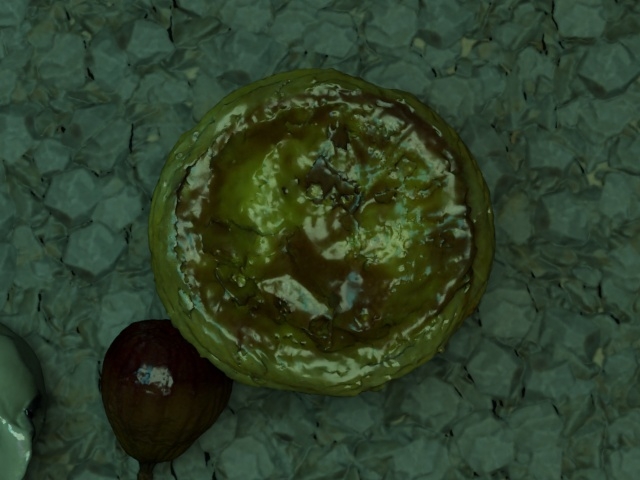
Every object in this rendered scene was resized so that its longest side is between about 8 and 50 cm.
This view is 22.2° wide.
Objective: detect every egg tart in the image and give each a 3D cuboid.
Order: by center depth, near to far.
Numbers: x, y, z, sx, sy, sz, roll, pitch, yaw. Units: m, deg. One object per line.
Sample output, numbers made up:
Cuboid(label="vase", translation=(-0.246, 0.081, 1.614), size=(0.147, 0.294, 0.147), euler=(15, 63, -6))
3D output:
Cuboid(label="egg tart", translation=(0.000, 0.000, 1.368), size=(0.290, 0.115, 0.290), euler=(1, 76, -3))

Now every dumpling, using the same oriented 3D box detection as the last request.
Cuboid(label="dumpling", translation=(-0.306, 0.142, 1.376), size=(0.150, 0.092, 0.176), euler=(-39, 87, 8))

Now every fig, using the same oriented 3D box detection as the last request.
Cuboid(label="fig", translation=(-0.142, 0.130, 1.375), size=(0.119, 0.119, 0.153), euler=(44, 127, 7))
